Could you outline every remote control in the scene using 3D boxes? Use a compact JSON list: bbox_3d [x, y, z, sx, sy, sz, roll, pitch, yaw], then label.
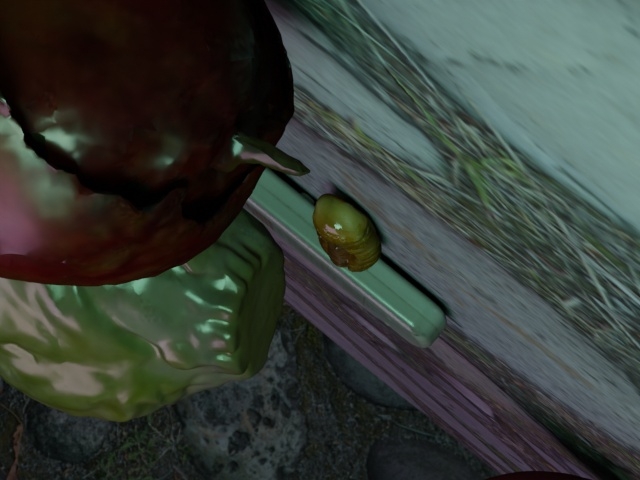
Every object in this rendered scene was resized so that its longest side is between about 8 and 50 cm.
[{"bbox_3d":[0.000,0.000,1.167,0.190,0.029,0.087,39,176,5],"label":"remote control"}]

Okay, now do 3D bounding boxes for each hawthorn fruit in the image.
[{"bbox_3d":[-0.078,-0.049,0.590,0.172,0.148,0.148,30,173,24],"label":"hawthorn fruit"}]

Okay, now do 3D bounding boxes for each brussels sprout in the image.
[{"bbox_3d":[-0.169,0.004,1.439,0.316,0.243,0.274,35,152,4],"label":"brussels sprout"}]

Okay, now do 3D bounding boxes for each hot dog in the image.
[{"bbox_3d":[0.015,-0.002,1.049,0.044,0.028,0.137,32,174,3],"label":"hot dog"}]

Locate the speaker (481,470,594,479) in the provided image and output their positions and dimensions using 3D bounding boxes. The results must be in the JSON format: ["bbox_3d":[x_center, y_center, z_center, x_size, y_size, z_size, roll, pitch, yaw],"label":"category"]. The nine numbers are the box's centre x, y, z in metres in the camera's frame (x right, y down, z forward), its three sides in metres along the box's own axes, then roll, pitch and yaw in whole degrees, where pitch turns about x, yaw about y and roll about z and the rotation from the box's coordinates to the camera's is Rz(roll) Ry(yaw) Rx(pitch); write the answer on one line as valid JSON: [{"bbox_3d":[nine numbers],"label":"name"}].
[{"bbox_3d":[0.166,0.302,1.326,0.294,0.294,0.294,39,176,3],"label":"speaker"}]
